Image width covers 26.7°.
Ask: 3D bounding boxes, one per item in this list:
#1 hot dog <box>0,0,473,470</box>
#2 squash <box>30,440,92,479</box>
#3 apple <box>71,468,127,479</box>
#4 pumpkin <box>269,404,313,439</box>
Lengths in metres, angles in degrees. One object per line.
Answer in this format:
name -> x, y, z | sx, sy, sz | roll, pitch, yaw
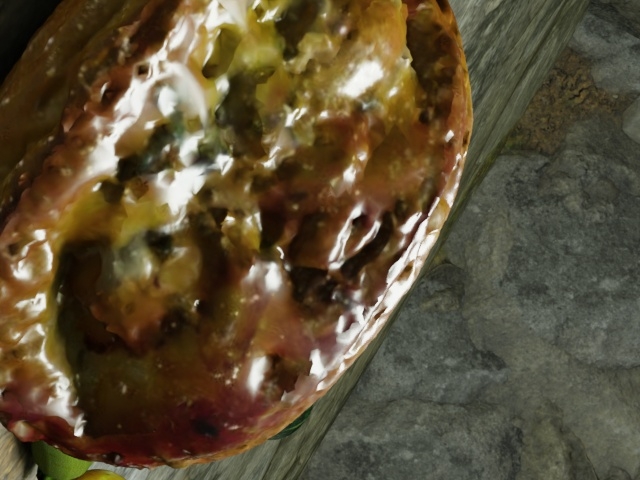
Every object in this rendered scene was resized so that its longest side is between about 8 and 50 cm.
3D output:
hot dog -> -0.071, -0.038, 0.815 | 0.387, 0.267, 0.174 | -56, -161, -1
squash -> -0.212, 0.149, 1.129 | 0.066, 0.066, 0.252 | -54, 170, -30
apple -> -0.225, 0.291, 1.363 | 0.099, 0.102, 0.114 | -50, 167, -50
pumpkin -> -0.063, 0.174, 1.738 | 0.167, 0.125, 0.167 | 175, -90, -86
